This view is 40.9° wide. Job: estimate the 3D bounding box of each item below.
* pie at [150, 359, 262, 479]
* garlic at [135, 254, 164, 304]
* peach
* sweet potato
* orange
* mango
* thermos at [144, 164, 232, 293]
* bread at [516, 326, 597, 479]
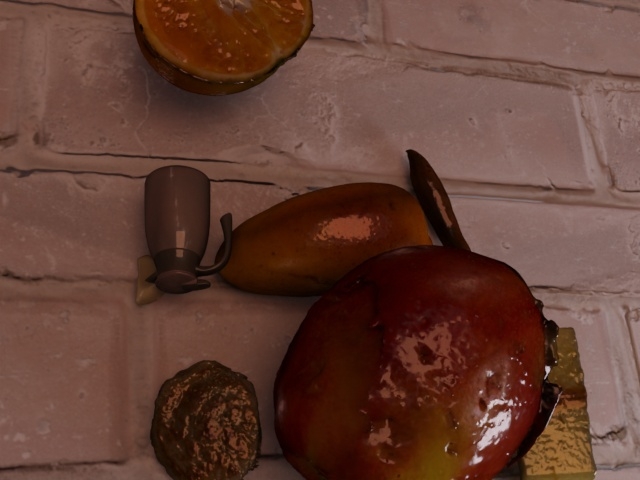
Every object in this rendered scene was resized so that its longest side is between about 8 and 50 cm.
[{"bbox_3d":[-0.168,0.273,1.270,0.163,0.079,0.194,3,68,-11],"label":"pie"},{"bbox_3d":[-0.263,0.061,1.341,0.053,0.041,0.083,-5,60,-10],"label":"garlic"},{"bbox_3d":[0.138,0.197,1.235,0.416,0.353,0.339,-43,50,-17],"label":"peach"},{"bbox_3d":[0.217,-0.051,1.556,0.057,0.057,0.265,-20,77,-26],"label":"sweet potato"},{"bbox_3d":[-0.167,-0.370,1.433,0.274,0.274,0.310,39,27,-2],"label":"orange"},{"bbox_3d":[0.000,0.000,1.392,0.349,0.199,0.201,-8,43,-10],"label":"mango"},{"bbox_3d":[-0.204,-0.010,1.327,0.137,0.105,0.193,-1,57,-8],"label":"thermos"},{"bbox_3d":[0.372,0.276,1.409,0.178,0.141,0.266,21,55,-41],"label":"bread"}]
